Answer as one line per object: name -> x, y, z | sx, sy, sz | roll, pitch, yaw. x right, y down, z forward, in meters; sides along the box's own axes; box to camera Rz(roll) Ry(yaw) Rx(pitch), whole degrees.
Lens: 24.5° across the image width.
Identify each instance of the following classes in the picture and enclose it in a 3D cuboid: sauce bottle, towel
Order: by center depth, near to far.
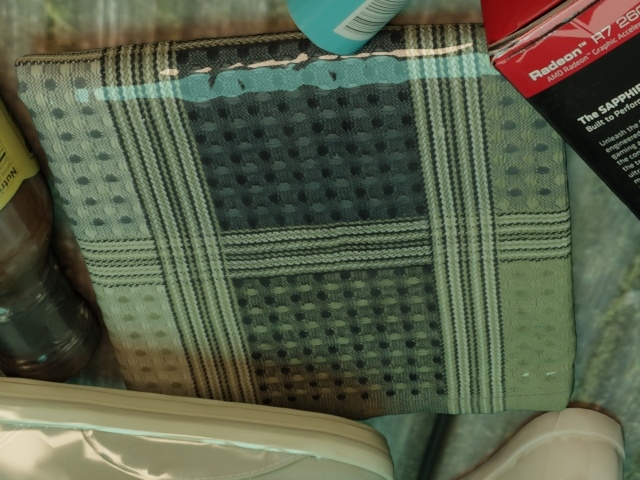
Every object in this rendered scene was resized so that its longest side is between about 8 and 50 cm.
sauce bottle -> -0.224, -0.043, 0.845 | 0.111, 0.111, 0.344 | -7, 137, 13
towel -> 0.000, 0.000, 0.918 | 0.312, 0.056, 0.324 | -4, 134, 7

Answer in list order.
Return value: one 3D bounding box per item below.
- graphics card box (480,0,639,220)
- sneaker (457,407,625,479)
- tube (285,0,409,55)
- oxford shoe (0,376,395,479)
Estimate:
graphics card box -> 0.280, -0.063, 0.761 | 0.232, 0.094, 0.371 | -34, 124, 25
sneaker -> 0.127, 0.245, 1.100 | 0.105, 0.123, 0.290 | 17, 137, -14
tube -> 0.065, -0.166, 0.714 | 0.207, 0.080, 0.052 | -36, 94, 38
oxford shoe -> -0.177, 0.168, 0.950 | 0.449, 0.130, 0.169 | 6, 159, -1
